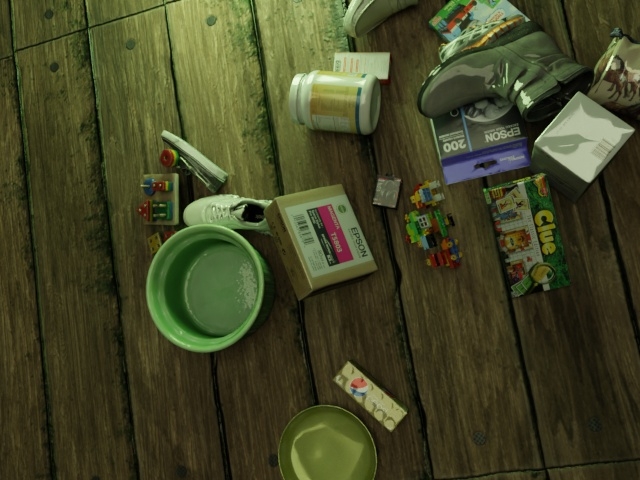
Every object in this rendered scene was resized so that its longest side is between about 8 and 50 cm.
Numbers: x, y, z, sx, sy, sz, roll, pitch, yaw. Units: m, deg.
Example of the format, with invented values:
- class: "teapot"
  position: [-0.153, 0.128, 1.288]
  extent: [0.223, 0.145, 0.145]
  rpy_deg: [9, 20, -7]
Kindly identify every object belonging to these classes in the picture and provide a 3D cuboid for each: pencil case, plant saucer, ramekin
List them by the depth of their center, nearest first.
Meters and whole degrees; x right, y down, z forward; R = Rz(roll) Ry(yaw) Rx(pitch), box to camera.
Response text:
- class: "pencil case"
  position: [0.786, -0.313, 1.333]
  extent: [0.410, 0.160, 0.184]
  rpy_deg: [22, 71, 16]
- class: "plant saucer"
  position: [0.019, 0.511, 1.506]
  extent: [0.240, 0.037, 0.241]
  rpy_deg: [-2, 84, 15]
- class: "ramekin"
  position: [-0.259, 0.119, 1.565]
  extent: [0.303, 0.148, 0.304]
  rpy_deg: [-2, 83, 14]

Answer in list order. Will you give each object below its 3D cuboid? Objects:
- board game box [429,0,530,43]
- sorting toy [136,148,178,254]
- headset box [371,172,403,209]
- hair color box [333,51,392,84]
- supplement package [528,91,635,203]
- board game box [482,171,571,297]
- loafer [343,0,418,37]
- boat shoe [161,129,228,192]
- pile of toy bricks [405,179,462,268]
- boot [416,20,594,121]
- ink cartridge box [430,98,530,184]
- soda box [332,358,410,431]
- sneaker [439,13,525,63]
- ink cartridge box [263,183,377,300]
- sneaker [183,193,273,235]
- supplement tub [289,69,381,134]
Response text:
- class: "board game box"
  position: [0.392, -0.509, 1.522]
  extent: [0.160, 0.039, 0.211]
  rpy_deg: [-45, 76, 6]
- class: "sorting toy"
  position: [-0.431, -0.098, 1.655]
  extent: [0.132, 0.046, 0.275]
  rpy_deg: [3, 94, 37]
- class: "headset box"
  position: [0.163, -0.121, 1.542]
  extent: [0.062, 0.032, 0.083]
  rpy_deg: [11, 88, 16]
- class: "hair color box"
  position: [0.105, -0.429, 1.586]
  extent: [0.141, 0.043, 0.072]
  rpy_deg: [5, 85, 14]
- class: "supplement package"
  position: [0.541, -0.187, 1.340]
  extent: [0.134, 0.244, 0.139]
  rpy_deg: [41, 96, 16]
- class: "board game box"
  position: [0.458, -0.008, 1.404]
  extent: [0.136, 0.030, 0.260]
  rpy_deg: [-16, 103, 11]
- class: "loafer"
  position: [0.190, -0.614, 1.550]
  extent: [0.319, 0.112, 0.111]
  rpy_deg: [-45, 67, 5]
- class: "boat shoe"
  position: [-0.344, -0.207, 1.661]
  extent: [0.219, 0.078, 0.070]
  rpy_deg: [38, 93, 14]
- class: "pile of toy bricks"
  position: [0.242, -0.026, 1.484]
  extent: [0.105, 0.118, 0.213]
  rpy_deg: [-20, 88, 44]
- class: "boot"
  position: [0.393, -0.331, 1.379]
  extent: [0.338, 0.118, 0.223]
  rpy_deg: [-32, 52, 8]
- class: "ink cartridge box"
  position: [0.373, -0.255, 1.497]
  extent: [0.206, 0.045, 0.209]
  rpy_deg: [-13, 82, 12]
- class: "soda box"
  position: [0.119, 0.361, 1.486]
  extent: [0.181, 0.058, 0.061]
  rpy_deg: [40, 94, 16]
- class: "sneaker"
  position: [0.370, -0.465, 1.464]
  extent: [0.214, 0.084, 0.083]
  rpy_deg: [-28, 57, 4]
- class: "ink cartridge box"
  position: [0.000, 0.000, 1.489]
  extent: [0.193, 0.088, 0.235]
  rpy_deg: [-16, 76, -31]
- class: "sneaker"
  position: [-0.219, -0.068, 1.594]
  extent: [0.291, 0.118, 0.110]
  rpy_deg: [1, 86, 16]
- class: "supplement tub"
  position: [0.037, -0.336, 1.541]
  extent: [0.199, 0.144, 0.145]
  rpy_deg: [8, 86, 16]
